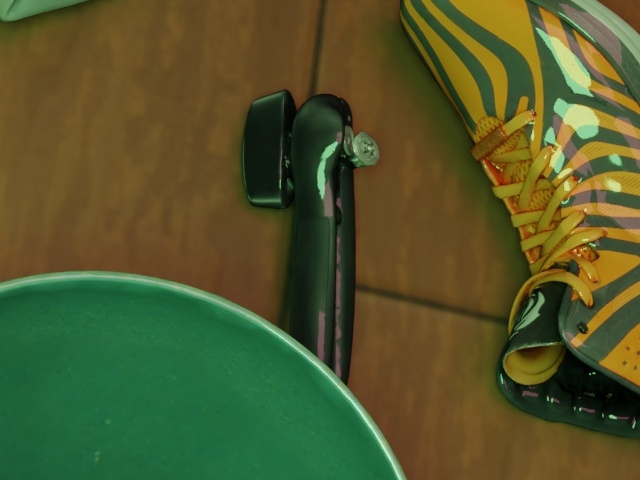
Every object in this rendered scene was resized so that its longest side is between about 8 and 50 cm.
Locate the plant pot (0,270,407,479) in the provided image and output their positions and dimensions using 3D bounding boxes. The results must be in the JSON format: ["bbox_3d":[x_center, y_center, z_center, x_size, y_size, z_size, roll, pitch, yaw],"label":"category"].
[{"bbox_3d":[-0.116,0.183,0.829,0.290,0.195,0.290,7,67,-17],"label":"plant pot"}]

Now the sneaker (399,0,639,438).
[{"bbox_3d":[0.139,-0.017,1.050,0.321,0.124,0.180,44,60,0],"label":"sneaker"}]

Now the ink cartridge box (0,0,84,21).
[{"bbox_3d":[-0.111,-0.321,1.123,0.385,0.091,0.308,-23,78,-44],"label":"ink cartridge box"}]

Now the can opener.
[{"bbox_3d":[0.000,0.000,1.038,0.059,0.073,0.186,22,58,-56],"label":"can opener"}]
